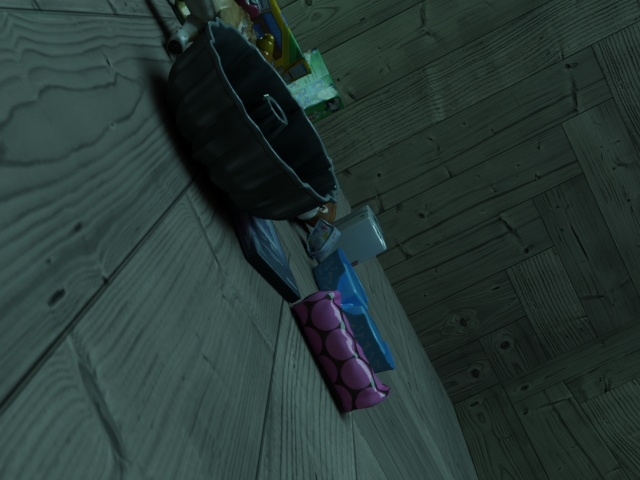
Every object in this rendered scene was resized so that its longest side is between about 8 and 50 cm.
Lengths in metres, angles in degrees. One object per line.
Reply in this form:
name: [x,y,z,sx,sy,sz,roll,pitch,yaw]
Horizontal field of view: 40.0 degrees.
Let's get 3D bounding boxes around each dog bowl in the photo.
dog bowl: [0.067,0.156,1.868,0.297,0.074,0.166,67,7,33]

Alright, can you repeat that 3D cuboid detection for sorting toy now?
sorting toy: [-0.138,-0.386,1.974,0.127,0.126,0.365,27,18,-15]

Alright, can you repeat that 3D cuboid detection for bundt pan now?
bundt pan: [-0.112,-0.165,1.340,0.331,0.124,0.331,51,17,-21]

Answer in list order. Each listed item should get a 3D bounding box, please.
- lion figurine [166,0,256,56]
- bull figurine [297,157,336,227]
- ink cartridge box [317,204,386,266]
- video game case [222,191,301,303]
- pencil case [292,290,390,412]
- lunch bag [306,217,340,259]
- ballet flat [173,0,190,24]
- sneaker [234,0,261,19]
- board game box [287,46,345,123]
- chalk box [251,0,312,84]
lion figurine: [-0.218,-0.453,1.541,0.240,0.142,0.392,-67,146,-60]
bull figurine: [-0.023,-0.117,2.024,0.310,0.101,0.188,61,28,-76]
ink cartridge box: [0.069,-0.001,2.127,0.092,0.159,0.218,62,6,-7]
video game case: [-0.116,-0.047,1.442,0.274,0.026,0.196,68,8,30]
pencil case: [0.036,0.180,1.461,0.098,0.095,0.209,-22,85,-53]
lunch bag: [0.000,0.000,1.962,0.053,0.083,0.071,30,-2,17]
ballet flat: [-0.240,-0.459,1.873,0.080,0.073,0.232,65,7,17]
sneaker: [-0.159,-0.645,2.104,0.121,0.112,0.299,90,-2,-53]
board game box: [-0.067,-0.408,2.427,0.046,0.213,0.317,58,9,-37]
chalk box: [-0.170,-0.534,2.259,0.289,0.179,0.180,64,6,4]
